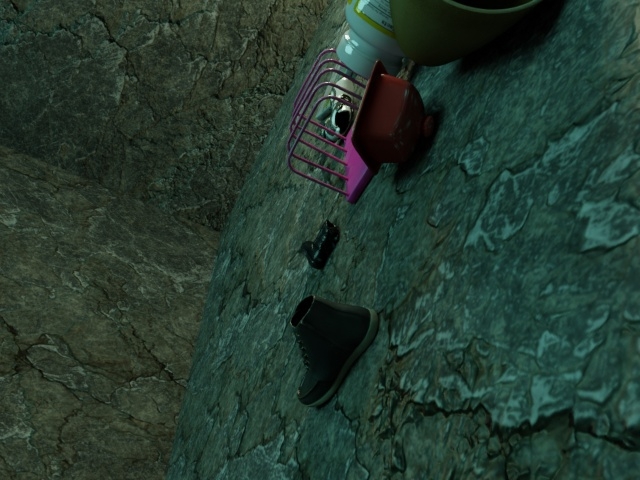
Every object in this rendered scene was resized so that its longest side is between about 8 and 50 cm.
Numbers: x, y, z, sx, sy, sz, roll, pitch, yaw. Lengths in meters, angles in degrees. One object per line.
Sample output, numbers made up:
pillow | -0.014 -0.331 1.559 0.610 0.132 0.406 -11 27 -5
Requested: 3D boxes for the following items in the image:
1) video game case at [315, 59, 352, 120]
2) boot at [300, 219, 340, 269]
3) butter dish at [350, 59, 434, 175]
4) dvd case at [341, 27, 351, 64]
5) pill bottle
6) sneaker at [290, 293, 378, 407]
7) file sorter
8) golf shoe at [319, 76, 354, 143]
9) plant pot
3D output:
video game case | 0.061 -0.526 1.826 0.227 0.026 0.206 -68 15 -8
boot | -0.001 0.000 1.237 0.099 0.045 0.121 -65 22 17
butter dish | 0.136 -0.201 0.937 0.160 0.118 0.160 39 -114 -62
dvd case | 0.143 -0.670 1.683 0.239 0.029 0.179 -47 25 36
pill bottle | 0.166 -0.491 1.083 0.188 0.188 0.334 -86 22 -50
sneaker | -0.012 0.173 0.880 0.222 0.118 0.083 -59 17 28
file sorter | 0.040 -0.267 1.214 0.202 0.182 0.291 -57 18 33
golf shoe | 0.066 -0.362 1.502 0.094 0.077 0.198 -3 72 62
plant pot | 0.193 -0.371 0.807 0.254 0.237 0.237 120 170 -79
